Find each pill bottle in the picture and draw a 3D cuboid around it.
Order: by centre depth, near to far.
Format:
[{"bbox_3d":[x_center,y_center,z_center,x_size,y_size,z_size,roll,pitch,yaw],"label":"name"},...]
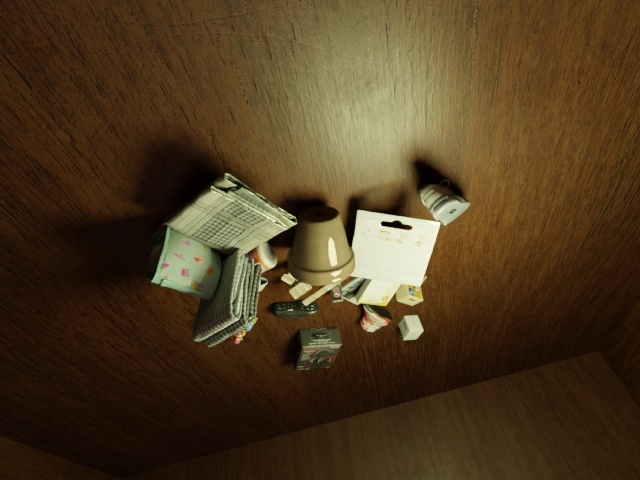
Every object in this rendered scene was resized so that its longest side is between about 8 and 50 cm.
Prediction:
[{"bbox_3d":[-0.291,0.090,1.584,0.221,0.121,0.121,-26,137,17],"label":"pill bottle"}]

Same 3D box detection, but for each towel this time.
[{"bbox_3d":[-0.289,-0.057,1.324,0.324,0.056,0.312,-29,135,32],"label":"towel"},{"bbox_3d":[-0.322,0.203,1.426,0.121,0.283,0.235,33,130,-32],"label":"towel"}]

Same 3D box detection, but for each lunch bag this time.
[{"bbox_3d":[-0.470,0.078,1.408,0.223,0.262,0.160,28,123,-34],"label":"lunch bag"}]

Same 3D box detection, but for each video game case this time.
[{"bbox_3d":[0.195,0.231,1.955,0.190,0.022,0.173,-37,134,24],"label":"video game case"}]

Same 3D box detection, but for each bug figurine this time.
[{"bbox_3d":[-0.447,0.431,1.954,0.279,0.072,0.216,3,136,-19],"label":"bug figurine"}]

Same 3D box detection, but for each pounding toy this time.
[{"bbox_3d":[0.440,0.229,1.956,0.141,0.130,0.100,21,140,-33],"label":"pounding toy"}]

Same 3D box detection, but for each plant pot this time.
[{"bbox_3d":[0.000,0.000,1.509,0.263,0.263,0.229,-7,119,-9],"label":"plant pot"}]

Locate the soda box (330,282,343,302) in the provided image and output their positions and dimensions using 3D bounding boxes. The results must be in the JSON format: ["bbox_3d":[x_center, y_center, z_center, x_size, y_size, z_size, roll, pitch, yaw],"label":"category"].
[{"bbox_3d":[0.066,0.205,1.848,0.053,0.060,0.168,-12,131,-3],"label":"soda box"}]

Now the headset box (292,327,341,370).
[{"bbox_3d":[-0.022,0.582,2.211,0.218,0.110,0.293,1,136,-16],"label":"headset box"}]

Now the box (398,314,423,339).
[{"bbox_3d":[0.498,0.481,2.255,0.087,0.101,0.102,1,138,-17],"label":"box"}]

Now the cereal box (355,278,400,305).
[{"bbox_3d":[0.288,0.198,1.896,0.173,0.047,0.240,13,120,-29],"label":"cereal box"}]

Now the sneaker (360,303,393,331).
[{"bbox_3d":[0.253,0.396,2.093,0.145,0.090,0.270,-34,141,19],"label":"sneaker"}]

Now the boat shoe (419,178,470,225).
[{"bbox_3d":[0.445,-0.154,1.528,0.136,0.156,0.367,-44,160,23],"label":"boat shoe"}]

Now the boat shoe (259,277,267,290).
[{"bbox_3d":[-0.276,0.179,1.696,0.063,0.066,0.184,-42,157,11],"label":"boat shoe"}]

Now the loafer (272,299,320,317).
[{"bbox_3d":[-0.115,0.331,1.941,0.223,0.076,0.078,-1,142,-8],"label":"loafer"}]

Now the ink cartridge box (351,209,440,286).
[{"bbox_3d":[0.282,0.018,1.627,0.308,0.091,0.385,9,136,7],"label":"ink cartridge box"}]

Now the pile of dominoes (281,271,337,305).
[{"bbox_3d":[-0.027,0.147,1.732,0.251,0.040,0.196,-34,121,-3],"label":"pile of dominoes"}]
